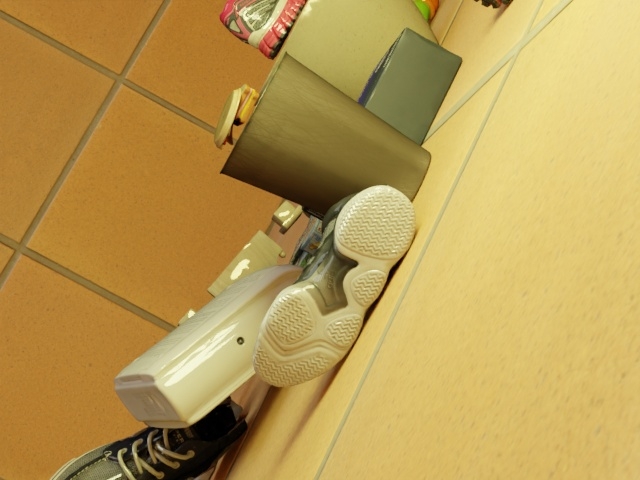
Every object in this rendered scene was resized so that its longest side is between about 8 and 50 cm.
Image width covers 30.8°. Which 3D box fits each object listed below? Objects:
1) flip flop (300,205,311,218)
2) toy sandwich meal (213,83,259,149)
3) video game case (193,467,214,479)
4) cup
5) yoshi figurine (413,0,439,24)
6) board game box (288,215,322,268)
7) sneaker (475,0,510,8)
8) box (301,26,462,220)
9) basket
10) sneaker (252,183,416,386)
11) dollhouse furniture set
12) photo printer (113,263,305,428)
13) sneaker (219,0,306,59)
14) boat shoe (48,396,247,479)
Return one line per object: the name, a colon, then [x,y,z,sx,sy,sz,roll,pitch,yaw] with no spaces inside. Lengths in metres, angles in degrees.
flip flop: [-0.015,-0.177,2.209,0.080,0.112,0.277,29,127,60]
toy sandwich meal: [-0.102,-0.147,1.397,0.085,0.029,0.085,-160,90,-76]
video game case: [-0.234,0.446,2.051,0.183,0.023,0.201,-61,6,4]
cup: [0.065,-0.326,2.019,0.331,0.237,0.331,-61,6,11]
yoshi figurine: [0.100,-0.390,2.284,0.203,0.203,0.362,-34,30,64]
board game box: [0.000,0.000,1.922,0.194,0.060,0.194,-59,5,23]
sneaker: [0.251,-0.399,1.456,0.225,0.088,0.092,-54,8,53]
box: [0.087,-0.152,1.687,0.261,0.103,0.184,-63,8,-16]
basket: [0.013,-0.111,1.483,0.154,0.227,0.204,-56,9,43]
sneaker: [0.017,0.048,1.366,0.268,0.101,0.153,-55,6,9]
dollhouse furniture set: [-0.120,0.146,2.026,0.355,0.174,0.303,-49,-2,-16]
photo printer: [-0.141,0.149,1.725,0.307,0.107,0.256,-39,8,-25]
sneaker: [-0.066,-0.433,1.935,0.121,0.112,0.299,-56,7,46]
boat shoe: [-0.265,0.331,1.772,0.341,0.127,0.158,-23,-19,-46]
